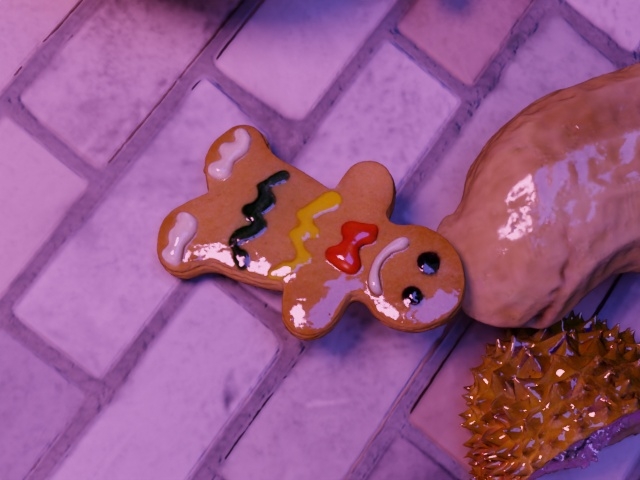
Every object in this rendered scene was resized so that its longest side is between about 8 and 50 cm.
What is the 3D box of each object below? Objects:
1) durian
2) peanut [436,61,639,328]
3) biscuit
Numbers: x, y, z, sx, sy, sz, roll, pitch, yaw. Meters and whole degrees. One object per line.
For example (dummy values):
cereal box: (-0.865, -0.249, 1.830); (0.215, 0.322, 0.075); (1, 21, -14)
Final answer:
durian: (0.201, 0.133, 1.290); (0.182, 0.165, 0.132); (-10, 123, 1)
peanut: (0.238, -0.053, 1.311); (0.340, 0.158, 0.174); (-17, 117, -17)
biscuit: (0.000, -0.001, 1.233); (0.240, 0.035, 0.158); (20, 70, 10)
